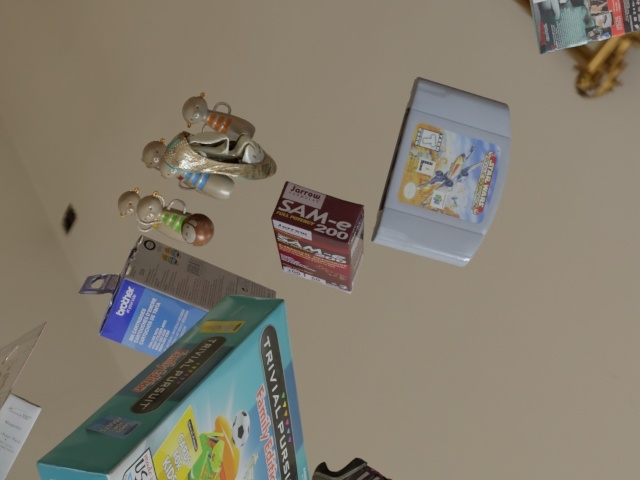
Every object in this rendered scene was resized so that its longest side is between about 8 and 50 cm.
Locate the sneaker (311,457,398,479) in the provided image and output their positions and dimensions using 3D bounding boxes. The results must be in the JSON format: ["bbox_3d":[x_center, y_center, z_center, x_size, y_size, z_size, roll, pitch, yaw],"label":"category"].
[{"bbox_3d":[0.064,0.313,1.206,0.171,0.063,0.074,-1,-124,1],"label":"sneaker"}]

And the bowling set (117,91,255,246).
[{"bbox_3d":[-0.232,-0.090,1.557,0.154,0.287,0.200,25,-156,-14],"label":"bowling set"}]

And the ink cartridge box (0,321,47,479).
[{"bbox_3d":[-0.493,0.263,1.452,0.060,0.275,0.238,34,-119,-20],"label":"ink cartridge box"}]

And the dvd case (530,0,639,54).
[{"bbox_3d":[0.299,-0.266,1.063,0.013,0.120,0.087,-85,-20,-71],"label":"dvd case"}]

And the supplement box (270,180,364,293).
[{"bbox_3d":[0.000,0.000,1.521,0.130,0.239,0.073,18,-110,10],"label":"supplement box"}]

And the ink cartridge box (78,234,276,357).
[{"bbox_3d":[-0.298,0.136,1.981,0.396,0.151,0.270,25,-165,-10],"label":"ink cartridge box"}]

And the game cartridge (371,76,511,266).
[{"bbox_3d":[0.219,-0.115,1.629,0.198,0.297,0.062,15,178,-3],"label":"game cartridge"}]

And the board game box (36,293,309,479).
[{"bbox_3d":[-0.121,0.239,0.943,0.079,0.253,0.336,3,-157,24],"label":"board game box"}]

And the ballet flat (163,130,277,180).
[{"bbox_3d":[-0.145,-0.137,1.486,0.206,0.067,0.073,-2,-131,-38],"label":"ballet flat"}]
